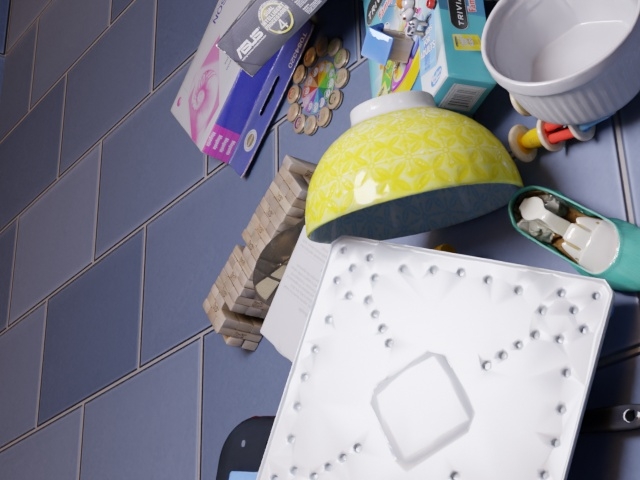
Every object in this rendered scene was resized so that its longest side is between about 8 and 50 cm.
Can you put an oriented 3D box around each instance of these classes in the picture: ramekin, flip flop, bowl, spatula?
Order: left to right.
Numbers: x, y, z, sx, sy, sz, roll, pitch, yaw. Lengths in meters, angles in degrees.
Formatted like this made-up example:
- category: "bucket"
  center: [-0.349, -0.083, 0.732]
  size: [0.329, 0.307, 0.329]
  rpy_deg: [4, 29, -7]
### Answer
- category: "flip flop"
  center: [0.000, 0.000, 1.875]
  size: [0.277, 0.080, 0.112]
  rpy_deg: [-50, 52, 6]
- category: "bowl"
  center: [0.108, -0.105, 1.531]
  size: [0.289, 0.289, 0.156]
  rpy_deg: [-24, 75, 50]
- category: "spatula"
  center: [0.279, 0.219, 1.401]
  size: [0.296, 0.030, 0.084]
  rpy_deg: [-17, 59, 52]
- category: "ramekin"
  center: [0.313, -0.238, 1.429]
  size: [0.207, 0.109, 0.207]
  rpy_deg: [-21, 47, 24]

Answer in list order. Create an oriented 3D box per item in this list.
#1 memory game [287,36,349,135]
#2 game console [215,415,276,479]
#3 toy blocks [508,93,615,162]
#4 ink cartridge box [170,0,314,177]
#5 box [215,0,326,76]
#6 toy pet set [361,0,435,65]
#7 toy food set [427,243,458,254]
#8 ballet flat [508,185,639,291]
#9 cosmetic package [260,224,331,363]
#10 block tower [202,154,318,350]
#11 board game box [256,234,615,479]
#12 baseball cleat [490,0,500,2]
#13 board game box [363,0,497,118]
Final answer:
- category: "memory game"
  center: [-0.006, -0.274, 2.058]
  size: [0.186, 0.012, 0.186]
  rpy_deg: [-29, 53, 48]
- category: "game console"
  center: [-0.025, 0.420, 1.507]
  size: [0.342, 0.060, 0.387]
  rpy_deg: [-9, 66, 44]
- category: "toy blocks"
  center: [0.315, -0.177, 1.503]
  size: [0.148, 0.054, 0.123]
  rpy_deg: [-20, 58, 49]
- category: "ink cartridge box"
  center: [-0.163, -0.330, 2.256]
  size: [0.324, 0.071, 0.330]
  rpy_deg: [-64, 31, 14]
- category: "box"
  center: [0.018, -0.482, 1.922]
  size: [0.395, 0.097, 0.318]
  rpy_deg: [-39, 18, 41]
- category: "toy pet set"
  center: [0.099, -0.313, 1.637]
  size: [0.122, 0.065, 0.114]
  rpy_deg: [-113, 34, -56]
- category: "toy food set"
  center: [0.151, 0.130, 1.555]
  size: [0.104, 0.111, 0.232]
  rpy_deg: [-23, 60, 50]
- category: "ballet flat"
  center: [0.309, -0.005, 1.405]
  size: [0.247, 0.087, 0.083]
  rpy_deg: [35, 105, 55]
- category: "cosmetic package"
  center: [0.034, 0.099, 1.707]
  size: [0.151, 0.151, 0.184]
  rpy_deg: [37, 106, 56]
- category: "block tower"
  center: [-0.085, 0.025, 1.972]
  size: [0.335, 0.091, 0.097]
  rpy_deg: [-61, 36, 20]
- category: "board game box"
  center: [0.131, 0.207, 1.413]
  size: [0.390, 0.050, 0.390]
  rpy_deg: [10, 76, 33]
- category: "baseball cleat"
  center: [0.271, -0.367, 1.610]
  size: [0.206, 0.072, 0.109]
  rpy_deg: [-125, 28, -48]
- category: "board game box"
  center: [0.150, -0.300, 1.712]
  size: [0.254, 0.079, 0.336]
  rpy_deg: [124, 147, -56]
